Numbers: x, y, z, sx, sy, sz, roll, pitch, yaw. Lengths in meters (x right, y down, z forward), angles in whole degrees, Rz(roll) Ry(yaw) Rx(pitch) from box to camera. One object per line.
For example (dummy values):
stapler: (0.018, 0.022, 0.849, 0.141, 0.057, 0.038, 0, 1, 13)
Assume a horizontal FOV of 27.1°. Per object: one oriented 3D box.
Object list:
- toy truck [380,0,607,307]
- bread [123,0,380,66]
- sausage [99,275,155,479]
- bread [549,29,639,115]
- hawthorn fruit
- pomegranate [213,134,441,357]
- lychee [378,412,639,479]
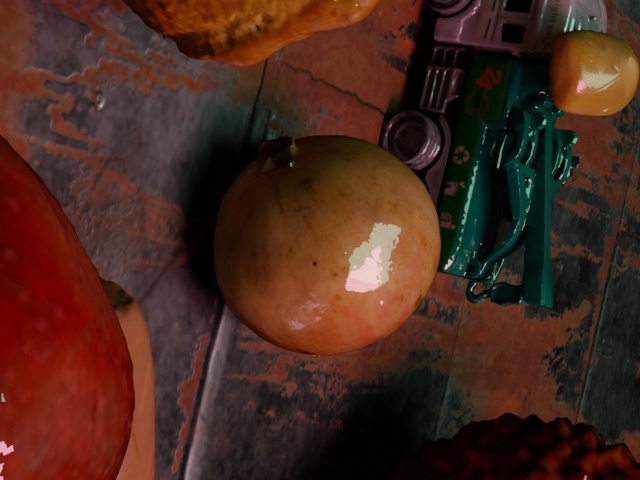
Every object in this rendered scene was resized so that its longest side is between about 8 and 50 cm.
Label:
toy truck: (0.179, -0.115, 1.356, 0.176, 0.178, 0.363, 15, 84, -59)
bread: (-0.027, -0.267, 0.851, 0.172, 0.312, 0.312, 37, 68, -39)
sausage: (-0.174, 0.164, 0.915, 0.121, 0.121, 0.304, -22, 119, -55)
bread: (0.266, -0.159, 1.267, 0.115, 0.056, 0.082, 4, 92, -50)
hawthorn fruit: (-0.234, 0.043, 0.663, 0.265, 0.265, 0.307, -13, 92, -57)
pomegranate: (0.003, 0.003, 1.096, 0.191, 0.191, 0.191, -27, 123, -53)
lychee: (0.190, 0.418, 1.322, 0.424, 0.425, 0.499, 36, 65, -57)
